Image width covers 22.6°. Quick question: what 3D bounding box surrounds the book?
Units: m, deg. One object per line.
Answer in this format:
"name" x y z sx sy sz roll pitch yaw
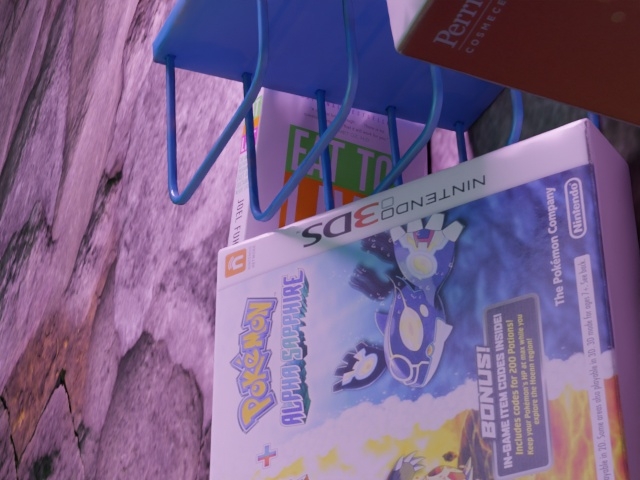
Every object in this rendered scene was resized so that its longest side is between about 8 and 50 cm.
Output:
"book" 0.000 0.000 0.793 0.035 0.096 0.144 -25 54 54

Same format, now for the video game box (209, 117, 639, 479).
"video game box" 0.041 0.069 0.644 0.187 0.048 0.205 -21 52 28

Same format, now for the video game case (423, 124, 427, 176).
"video game case" 0.021 0.003 0.898 0.143 0.019 0.157 133 144 -53

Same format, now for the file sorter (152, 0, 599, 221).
"file sorter" 0.024 -0.065 0.725 0.118 0.170 0.104 130 143 -49

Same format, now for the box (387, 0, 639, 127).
"box" 0.120 -0.109 0.500 0.091 0.170 0.130 -96 28 -42
